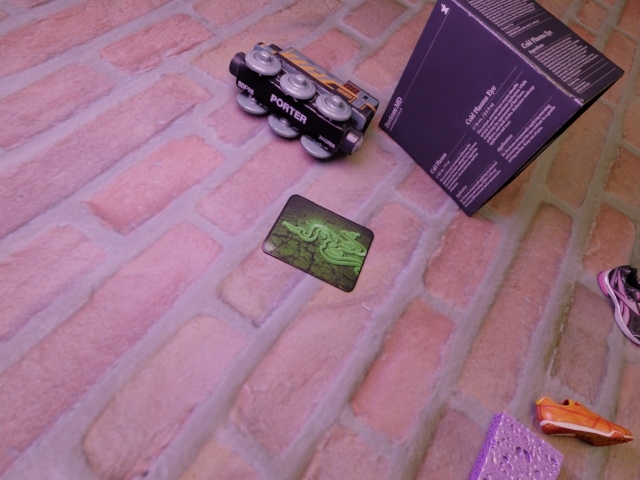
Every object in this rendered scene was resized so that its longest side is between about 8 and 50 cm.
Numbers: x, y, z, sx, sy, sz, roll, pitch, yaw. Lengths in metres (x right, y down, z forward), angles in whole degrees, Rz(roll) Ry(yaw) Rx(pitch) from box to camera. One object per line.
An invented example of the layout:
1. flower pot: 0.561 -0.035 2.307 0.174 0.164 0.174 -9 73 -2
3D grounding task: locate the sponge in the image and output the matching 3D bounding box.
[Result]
1. sponge: 0.291 0.390 0.641 0.117 0.031 0.210 37 58 7

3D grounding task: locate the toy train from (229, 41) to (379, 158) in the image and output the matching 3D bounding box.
1. toy train: -0.032 -0.310 0.899 0.333 0.142 0.190 35 46 8

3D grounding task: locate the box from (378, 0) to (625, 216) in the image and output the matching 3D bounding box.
1. box: 0.334 -0.285 0.856 0.178 0.343 0.312 -34 75 -28

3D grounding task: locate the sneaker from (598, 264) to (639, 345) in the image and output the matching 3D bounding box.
1. sneaker: 0.661 0.133 0.867 0.071 0.077 0.178 -11 65 -20

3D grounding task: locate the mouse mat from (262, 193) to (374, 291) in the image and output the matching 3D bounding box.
1. mouse mat: 0.000 0.000 0.798 0.189 0.007 0.153 26 57 -1

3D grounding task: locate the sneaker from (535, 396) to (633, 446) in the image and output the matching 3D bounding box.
1. sneaker: 0.460 0.312 0.717 0.175 0.064 0.068 19 48 -8
